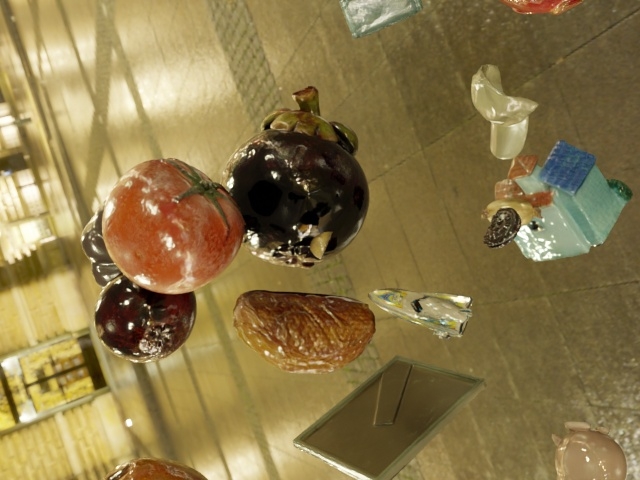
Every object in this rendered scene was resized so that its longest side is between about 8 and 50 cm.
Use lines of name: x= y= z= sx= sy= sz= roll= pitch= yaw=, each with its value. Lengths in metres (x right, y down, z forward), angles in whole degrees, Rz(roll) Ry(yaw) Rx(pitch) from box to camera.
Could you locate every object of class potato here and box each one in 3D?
potato: x=0.000 y=-0.001 z=1.410 sx=0.093 sy=0.036 sz=0.037 roll=-66 pitch=-8 yaw=-60

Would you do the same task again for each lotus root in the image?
lotus root: x=0.481 y=-0.071 z=1.659 sx=0.062 sy=0.150 sz=0.073 roll=53 pitch=-141 yaw=-70

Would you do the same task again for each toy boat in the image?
toy boat: x=0.189 y=0.130 z=1.267 sx=0.210 sy=0.084 sz=0.066 roll=13 pitch=149 yaw=20

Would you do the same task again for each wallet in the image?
wallet: x=0.102 y=-0.396 z=1.107 sx=0.088 sy=0.129 sz=0.026 roll=55 pitch=-164 yaw=-51

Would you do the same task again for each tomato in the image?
tomato: x=-0.289 y=-0.022 z=1.268 sx=0.265 sy=0.264 sz=0.265 roll=49 pitch=149 yaw=43

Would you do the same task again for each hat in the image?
hat: x=0.351 y=-0.256 z=1.366 sx=0.166 sy=0.144 sz=0.173 roll=-114 pitch=35 yaw=-48

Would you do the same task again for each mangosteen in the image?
mangosteen: x=-0.415 y=0.149 z=1.542 sx=0.261 sy=0.235 sz=0.236 roll=46 pitch=147 yaw=46
mangosteen: x=-0.064 y=-0.149 z=1.633 sx=0.382 sy=0.381 sz=0.435 roll=122 pitch=150 yaw=-62

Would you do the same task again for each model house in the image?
model house: x=0.623 y=-0.139 z=1.839 sx=0.329 sy=0.252 sz=0.295 roll=44 pitch=153 yaw=-16

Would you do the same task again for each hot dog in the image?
hot dog: x=-0.026 y=0.134 z=1.028 sx=0.160 sy=0.226 sz=0.099 roll=-119 pitch=35 yaw=-65

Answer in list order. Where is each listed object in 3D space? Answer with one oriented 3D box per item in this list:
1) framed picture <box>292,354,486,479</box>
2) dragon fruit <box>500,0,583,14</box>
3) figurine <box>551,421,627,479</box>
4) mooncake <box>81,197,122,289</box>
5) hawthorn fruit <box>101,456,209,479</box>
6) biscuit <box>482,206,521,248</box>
framed picture: x=0.185 y=0.461 z=1.764 sx=0.326 sy=0.446 sz=0.028 roll=7 pitch=120 yaw=49
dragon fruit: x=0.465 y=-0.597 z=1.391 sx=0.250 sy=0.315 sz=0.250 roll=-50 pitch=24 yaw=32
figurine: x=0.468 y=0.391 z=1.153 sx=0.125 sy=0.125 sz=0.138 roll=148 pitch=133 yaw=-67
mooncake: x=-0.464 y=0.023 z=1.713 sx=0.154 sy=0.305 sz=0.306 roll=-112 pitch=10 yaw=-72
hawthorn fruit: x=-0.289 y=0.541 z=1.240 sx=0.277 sy=0.298 sz=0.277 roll=-174 pitch=90 yaw=-77
biscuit: x=0.359 y=-0.025 z=1.316 sx=0.027 sy=0.089 sz=0.087 roll=38 pitch=-160 yaw=-29
